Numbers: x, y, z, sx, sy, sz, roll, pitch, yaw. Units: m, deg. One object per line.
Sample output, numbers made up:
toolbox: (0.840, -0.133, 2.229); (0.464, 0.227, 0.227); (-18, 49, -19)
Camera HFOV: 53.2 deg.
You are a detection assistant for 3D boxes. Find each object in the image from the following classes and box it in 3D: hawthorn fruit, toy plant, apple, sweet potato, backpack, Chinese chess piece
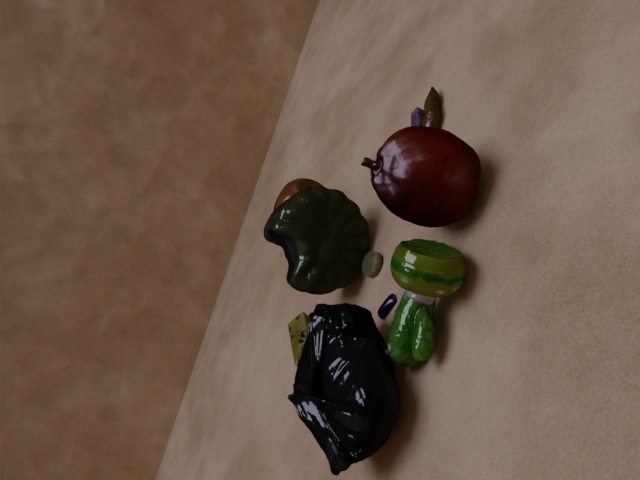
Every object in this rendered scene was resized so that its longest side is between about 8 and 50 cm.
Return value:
hawthorn fruit: (0.255, -0.171, 1.653); (0.265, 0.307, 0.265); (-162, 90, -76)
toy plant: (0.246, 0.167, 1.593); (0.224, 0.185, 0.315); (-115, 34, -69)
apple: (-0.058, -0.093, 2.421); (0.264, 0.264, 0.264); (-51, 27, 39)
sweet potato: (0.349, -0.400, 1.992); (0.065, 0.051, 0.218); (-39, 36, 56)
backpack: (0.058, 0.382, 1.679); (0.445, 0.255, 0.363); (-123, 44, -61)
Chinese chess piece: (0.163, 0.075, 2.020); (0.084, 0.034, 0.084); (-50, 30, 43)

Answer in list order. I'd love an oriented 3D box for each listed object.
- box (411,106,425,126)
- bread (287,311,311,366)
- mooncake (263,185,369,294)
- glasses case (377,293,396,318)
box: (0.318, -0.369, 2.042); (0.036, 0.051, 0.117); (-46, 29, 48)
bread: (-0.063, 0.352, 2.256); (0.088, 0.049, 0.226); (-39, 30, 13)
mooncake: (0.000, 0.000, 2.093); (0.187, 0.351, 0.351); (-20, 52, 62)
glasses case: (0.190, 0.191, 1.854); (0.083, 0.023, 0.033); (-58, 21, 27)
